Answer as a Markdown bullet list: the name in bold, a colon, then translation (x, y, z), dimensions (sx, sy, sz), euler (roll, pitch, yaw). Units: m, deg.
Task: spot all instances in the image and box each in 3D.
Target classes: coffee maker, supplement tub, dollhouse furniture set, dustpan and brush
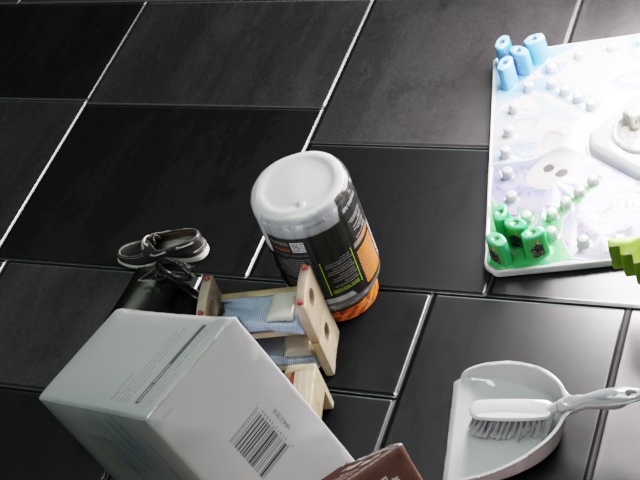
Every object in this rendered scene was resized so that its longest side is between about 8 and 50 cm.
- **coffee maker**: translation (-0.218, 0.125, 1.593), dimensions (0.120, 0.171, 0.178), euler (19, 58, 17)
- **supplement tub**: translation (0.000, 0.000, 1.611), dimensions (0.117, 0.190, 0.117), euler (-11, 45, 11)
- **dollhouse furniture set**: translation (-0.063, 0.139, 1.547), dimensions (0.129, 0.129, 0.183), euler (-7, 46, 15)
- **dustpan and brush**: translation (0.228, 0.177, 1.443), dimensions (0.211, 0.060, 0.147), euler (-5, 47, 18)

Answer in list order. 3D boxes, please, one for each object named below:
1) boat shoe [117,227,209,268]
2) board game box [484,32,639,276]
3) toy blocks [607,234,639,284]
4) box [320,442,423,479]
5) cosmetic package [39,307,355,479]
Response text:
- **boat shoe**: translation (-0.206, 0.008, 1.795), dimensions (0.125, 0.038, 0.046), euler (-2, 47, 19)
- **board game box**: translation (0.392, -0.135, 1.687), dimensions (0.390, 0.050, 0.390), euler (-6, 46, 16)
- **toy blocks**: translation (0.482, 0.084, 1.374), dimensions (0.381, 0.190, 0.260), euler (-7, 57, 15)
- **box**: translation (-0.045, 0.358, 1.206), dimensions (0.381, 0.143, 0.191), euler (-29, 86, -31)
- **cosmetic package**: translation (-0.123, 0.194, 1.403), dimensions (0.138, 0.224, 0.225), euler (-50, 27, -25)
